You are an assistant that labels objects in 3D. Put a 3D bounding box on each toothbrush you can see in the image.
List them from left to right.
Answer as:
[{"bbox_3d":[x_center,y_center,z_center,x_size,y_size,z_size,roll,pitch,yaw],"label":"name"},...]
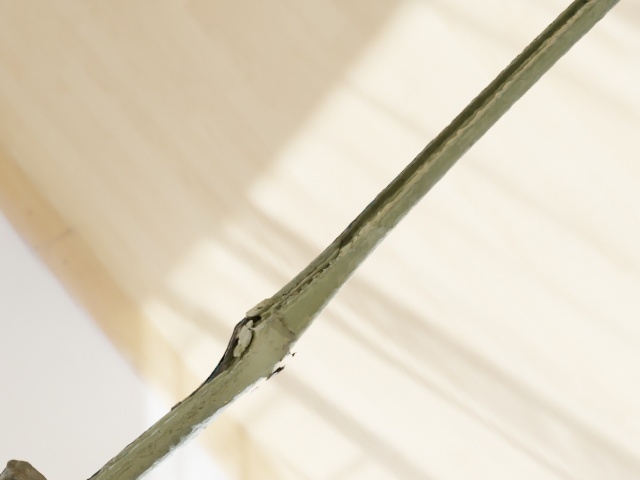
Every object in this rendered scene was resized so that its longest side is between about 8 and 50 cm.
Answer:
[{"bbox_3d":[0.004,0.004,0.466,0.028,0.294,0.026,53,167,-13],"label":"toothbrush"}]
